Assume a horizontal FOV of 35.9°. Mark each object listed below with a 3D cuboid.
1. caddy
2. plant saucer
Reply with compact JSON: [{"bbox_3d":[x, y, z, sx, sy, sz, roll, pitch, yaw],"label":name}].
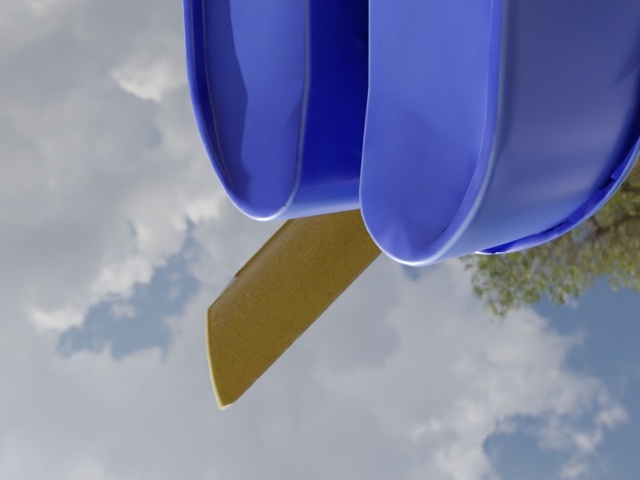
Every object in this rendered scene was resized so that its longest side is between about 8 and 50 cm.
[{"bbox_3d":[0.060,-0.148,0.540,0.241,0.341,0.179,17,-154,40],"label":"caddy"},{"bbox_3d":[0.000,0.000,1.044,0.333,0.081,0.333,-46,-178,5],"label":"plant saucer"}]
